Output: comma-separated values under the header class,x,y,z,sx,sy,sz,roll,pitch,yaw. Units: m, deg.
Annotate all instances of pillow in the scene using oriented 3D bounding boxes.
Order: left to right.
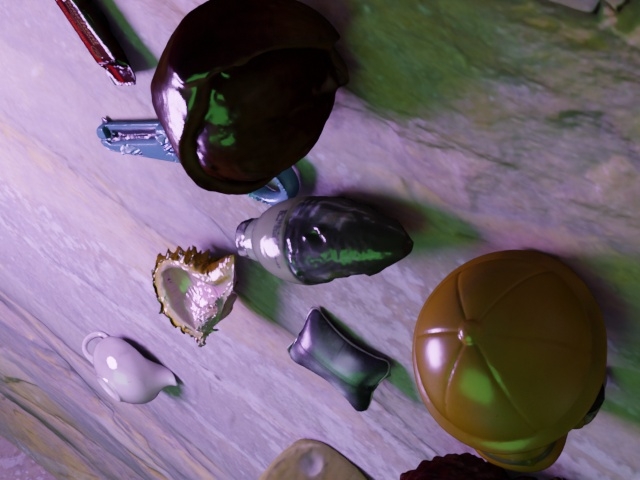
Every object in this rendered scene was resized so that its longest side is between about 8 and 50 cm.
class,x,y,z,sx,sy,sz,roll,pitch,yaw
pillow,0.022,0.154,1.412,0.136,0.055,0.091,36,150,12

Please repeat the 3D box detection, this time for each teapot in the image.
class,x,y,z,sx,sy,sz,roll,pitch,yaw
teapot,-0.367,0.237,2.027,0.226,0.092,0.145,31,150,30

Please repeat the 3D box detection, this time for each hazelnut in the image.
class,x,y,z,sx,sy,sz,roll,pitch,yaw
hazelnut,-0.069,-0.136,0.997,0.160,0.170,0.201,42,163,0

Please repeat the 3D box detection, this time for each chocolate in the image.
class,x,y,z,sx,sy,sz,roll,pitch,yaw
chocolate,-0.269,-0.255,1.261,0.182,0.028,0.086,55,158,-19

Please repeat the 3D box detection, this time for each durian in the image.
class,x,y,z,sx,sy,sz,roll,pitch,yaw
durian,-0.149,0.053,1.490,0.140,0.078,0.224,57,142,1

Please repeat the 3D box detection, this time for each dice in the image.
class,x,y,z,sx,sy,sz,roll,pitch,yaw
dice,-0.020,0.431,1.736,0.166,0.169,0.169,34,151,18

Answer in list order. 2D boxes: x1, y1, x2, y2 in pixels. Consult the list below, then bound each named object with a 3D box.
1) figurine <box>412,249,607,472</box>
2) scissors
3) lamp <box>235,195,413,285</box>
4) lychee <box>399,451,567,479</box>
class,x,y,z,sx,sy,sz,roll,pitch,yaw
figurine,0.183,0.133,1.050,0.192,0.167,0.256,10,141,28
scissors,-0.165,-0.121,1.303,0.393,0.032,0.180,9,136,48
lamp,0.000,0.000,1.180,0.250,0.101,0.101,0,131,43
lychee,0.185,0.381,1.324,0.264,0.300,0.264,46,-167,-13
